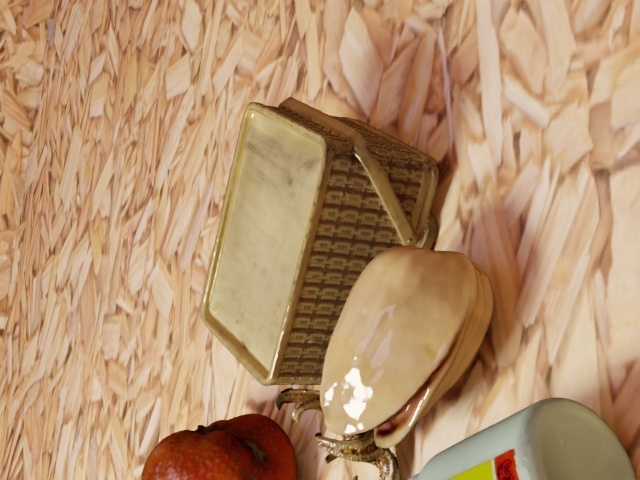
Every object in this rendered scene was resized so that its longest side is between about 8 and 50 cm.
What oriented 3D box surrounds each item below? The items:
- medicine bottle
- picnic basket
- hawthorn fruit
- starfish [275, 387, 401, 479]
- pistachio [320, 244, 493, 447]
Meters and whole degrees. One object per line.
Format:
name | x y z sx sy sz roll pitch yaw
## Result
medicine bottle | 0.167 0.244 0.930 0.225 0.139 0.139 -41 49 45
picnic basket | 0.000 0.000 1.239 0.228 0.175 0.313 35 116 55
hawthorn fruit | -0.123 0.357 1.323 0.207 0.207 0.243 -20 79 55
starfish | 0.017 0.217 1.162 0.074 0.190 0.146 -41 41 -6
pistachio | 0.090 0.111 1.067 0.230 0.157 0.157 -61 34 6
